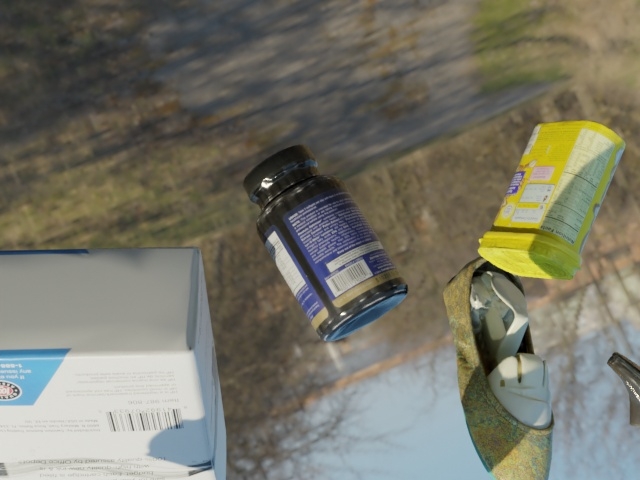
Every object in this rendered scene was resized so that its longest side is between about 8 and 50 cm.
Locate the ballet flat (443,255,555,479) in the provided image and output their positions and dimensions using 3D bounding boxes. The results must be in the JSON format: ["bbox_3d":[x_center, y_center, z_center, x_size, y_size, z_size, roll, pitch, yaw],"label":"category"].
[{"bbox_3d":[0.232,0.152,1.567,0.123,0.348,0.123,-4,134,-4],"label":"ballet flat"}]

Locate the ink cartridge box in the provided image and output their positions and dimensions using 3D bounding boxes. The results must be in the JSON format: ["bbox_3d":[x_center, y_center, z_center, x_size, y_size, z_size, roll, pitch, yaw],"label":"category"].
[{"bbox_3d":[-0.271,0.196,1.524,0.286,0.166,0.394,-1,138,0],"label":"ink cartridge box"}]

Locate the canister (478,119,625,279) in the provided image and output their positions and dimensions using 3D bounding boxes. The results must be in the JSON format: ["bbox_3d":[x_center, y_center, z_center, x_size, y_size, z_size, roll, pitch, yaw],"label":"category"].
[{"bbox_3d":[0.263,-0.048,1.413,0.126,0.073,0.169,4,-114,59],"label":"canister"}]

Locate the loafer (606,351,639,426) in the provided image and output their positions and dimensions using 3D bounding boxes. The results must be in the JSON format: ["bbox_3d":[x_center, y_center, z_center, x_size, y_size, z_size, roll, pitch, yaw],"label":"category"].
[{"bbox_3d":[0.416,0.215,1.582,0.061,0.170,0.062,-42,-178,10],"label":"loafer"}]

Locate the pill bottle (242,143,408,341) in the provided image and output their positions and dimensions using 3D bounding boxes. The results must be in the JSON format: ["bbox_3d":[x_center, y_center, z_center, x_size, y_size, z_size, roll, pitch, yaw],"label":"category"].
[{"bbox_3d":[0.000,0.000,1.492,0.123,0.219,0.123,-29,167,-7],"label":"pill bottle"}]
